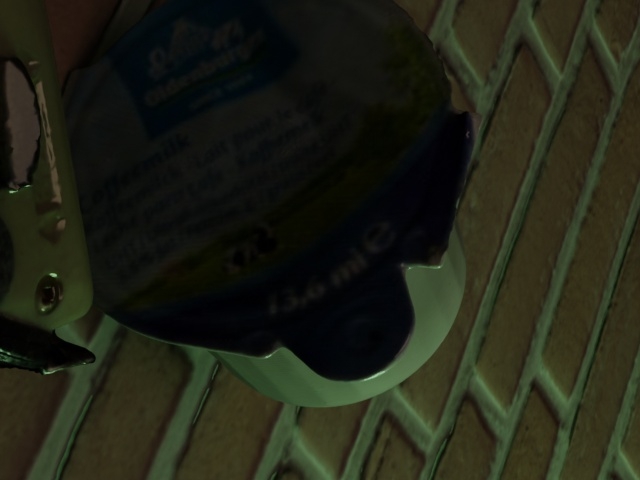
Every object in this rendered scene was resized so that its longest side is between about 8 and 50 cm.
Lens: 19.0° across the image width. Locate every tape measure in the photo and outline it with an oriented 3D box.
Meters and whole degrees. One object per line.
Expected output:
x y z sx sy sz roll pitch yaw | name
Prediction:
-0.220 -0.023 0.946 0.231 0.133 0.271 -31 119 -53 | tape measure

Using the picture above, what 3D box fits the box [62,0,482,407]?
0.000 0.000 1.169 0.262 0.291 0.206 -36 149 -1 | box
